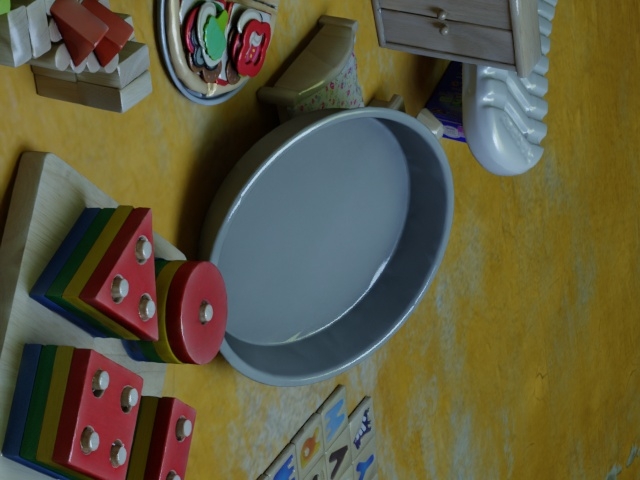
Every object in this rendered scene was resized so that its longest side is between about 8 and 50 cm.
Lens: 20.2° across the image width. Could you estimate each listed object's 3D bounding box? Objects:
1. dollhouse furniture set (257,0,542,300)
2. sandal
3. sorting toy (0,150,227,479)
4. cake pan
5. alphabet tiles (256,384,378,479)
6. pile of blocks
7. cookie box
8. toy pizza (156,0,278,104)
[{"bbox_3d":[0.066,-0.153,1.751,0.355,0.174,0.303,-54,146,-38],"label":"dollhouse furniture set"},{"bbox_3d":[0.186,-0.263,2.020,0.169,0.102,0.416,37,51,-42],"label":"sandal"},{"bbox_3d":[-0.166,0.092,1.451,0.257,0.089,0.255,42,53,-60],"label":"sorting toy"},{"bbox_3d":[0.000,0.000,1.713,0.293,0.054,0.293,-21,127,-31],"label":"cake pan"},{"bbox_3d":[-0.018,0.335,1.992,0.342,0.011,0.285,-46,140,-46],"label":"alphabet tiles"},{"bbox_3d":[-0.205,-0.183,1.270,0.362,0.112,0.149,13,90,-64],"label":"pile of blocks"},{"bbox_3d":[0.182,-0.163,2.067,0.107,0.092,0.040,-59,151,-32],"label":"cookie box"},{"bbox_3d":[-0.079,-0.218,1.592,0.201,0.032,0.201,-37,134,-52],"label":"toy pizza"}]
